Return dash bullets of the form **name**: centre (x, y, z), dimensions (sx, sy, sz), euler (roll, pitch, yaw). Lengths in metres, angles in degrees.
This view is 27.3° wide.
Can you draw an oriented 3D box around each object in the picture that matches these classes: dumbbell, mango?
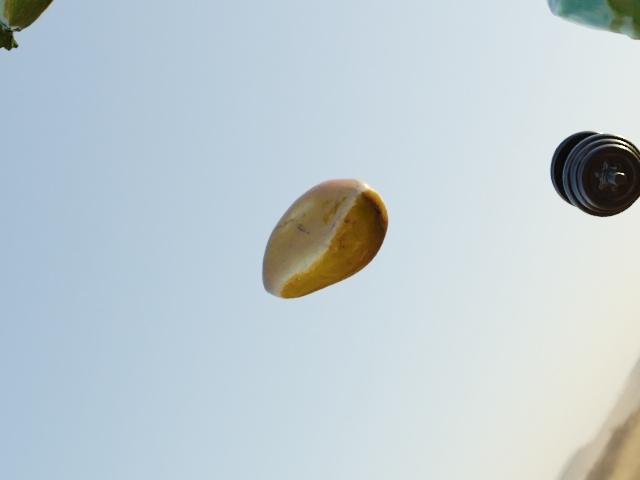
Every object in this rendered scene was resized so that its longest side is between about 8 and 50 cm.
- **dumbbell**: centre (0.330, -0.081, 1.575), dimensions (0.099, 0.099, 0.208), euler (-60, 6, 5)
- **mango**: centre (0.000, 0.000, 1.904), dimensions (0.219, 0.145, 0.112), euler (-39, -30, 10)

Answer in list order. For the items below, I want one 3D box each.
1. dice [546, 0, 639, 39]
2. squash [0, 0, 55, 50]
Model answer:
- **dice**: centre (0.388, -0.334, 1.274), dimensions (0.287, 0.300, 0.297), euler (-65, -14, -72)
- **squash**: centre (-0.295, -0.391, 1.469), dimensions (0.395, 0.107, 0.107), euler (-62, -14, 26)
